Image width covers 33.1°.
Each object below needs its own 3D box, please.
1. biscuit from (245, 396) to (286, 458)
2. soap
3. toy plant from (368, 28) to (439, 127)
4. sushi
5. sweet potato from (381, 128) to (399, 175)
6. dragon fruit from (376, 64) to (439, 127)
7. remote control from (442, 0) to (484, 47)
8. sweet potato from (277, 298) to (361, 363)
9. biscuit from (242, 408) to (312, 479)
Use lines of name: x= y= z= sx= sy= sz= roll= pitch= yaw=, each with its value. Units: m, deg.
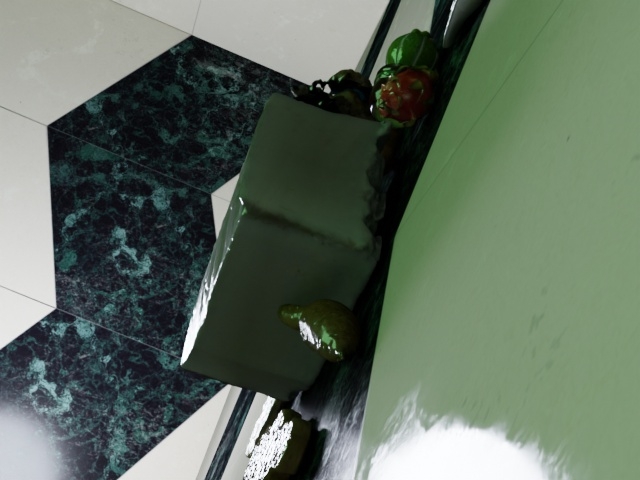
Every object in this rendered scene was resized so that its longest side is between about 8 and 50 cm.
biscuit: x=-0.081 y=0.295 z=1.923 sx=0.133 sy=0.032 sz=0.250 roll=-92 pitch=25 yaw=-80
soap: x=-0.062 y=0.028 z=1.704 sx=0.350 sy=0.213 sz=0.435 roll=-84 pitch=13 yaw=-48
toy plant: x=0.137 y=-0.266 z=1.729 sx=0.093 sy=0.093 sz=0.162 roll=124 pitch=168 yaw=-69
sushi: x=0.024 y=-0.203 z=1.998 sx=0.238 sy=0.225 sz=0.219 roll=-23 pitch=23 yaw=54
sweet potato: x=0.103 y=-0.142 z=1.798 sx=0.195 sy=0.056 sz=0.056 roll=-82 pitch=15 yaw=-55
dragon fruit: x=0.135 y=-0.221 z=1.621 sx=0.116 sy=0.081 sz=0.086 roll=-37 pitch=-23 yaw=-48
remote control: x=0.218 y=-0.352 z=1.536 sx=0.229 sy=0.044 sz=0.073 roll=102 pitch=-168 yaw=-68
sweet potato: x=0.005 y=0.111 z=1.424 sx=0.075 sy=0.075 sz=0.269 roll=-67 pitch=20 yaw=0
biscuit: x=-0.065 y=0.321 z=1.523 sx=0.320 sy=0.047 sz=0.183 roll=120 pitch=169 yaw=-58
